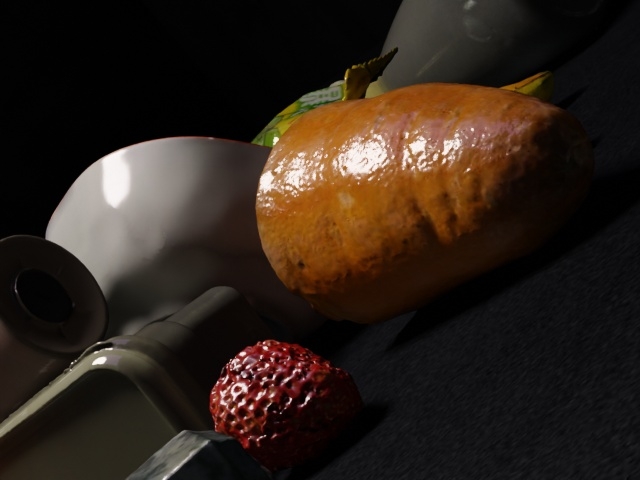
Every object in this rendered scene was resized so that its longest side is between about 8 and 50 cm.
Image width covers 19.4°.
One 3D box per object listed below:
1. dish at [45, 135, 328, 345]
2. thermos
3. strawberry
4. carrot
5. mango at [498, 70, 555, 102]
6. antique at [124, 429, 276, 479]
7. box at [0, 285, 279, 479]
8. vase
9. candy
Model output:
[{"bbox_3d":[-0.090,0.031,1.473,0.256,0.256,0.117,-35,50,39],"label":"dish"},{"bbox_3d":[-0.239,0.094,1.410,0.137,0.105,0.193,4,-38,-42],"label":"thermos"},{"bbox_3d":[-0.018,0.102,1.162,0.096,0.083,0.083,-25,16,41],"label":"strawberry"},{"bbox_3d":[0.086,-0.030,1.218,0.159,0.159,0.225,-45,20,-31],"label":"carrot"},{"bbox_3d":[0.122,-0.085,1.597,0.187,0.066,0.101,-35,0,7],"label":"mango"},{"bbox_3d":[-0.096,0.184,0.997,0.183,0.088,0.086,-42,8,-12],"label":"antique"},{"bbox_3d":[-0.143,0.142,1.342,0.274,0.138,0.178,-35,4,33],"label":"box"},{"bbox_3d":[0.124,-0.194,1.887,0.321,0.173,0.173,-41,5,41],"label":"vase"},{"bbox_3d":[-0.040,-0.056,1.717,0.297,0.081,0.187,-49,3,18],"label":"candy"}]
